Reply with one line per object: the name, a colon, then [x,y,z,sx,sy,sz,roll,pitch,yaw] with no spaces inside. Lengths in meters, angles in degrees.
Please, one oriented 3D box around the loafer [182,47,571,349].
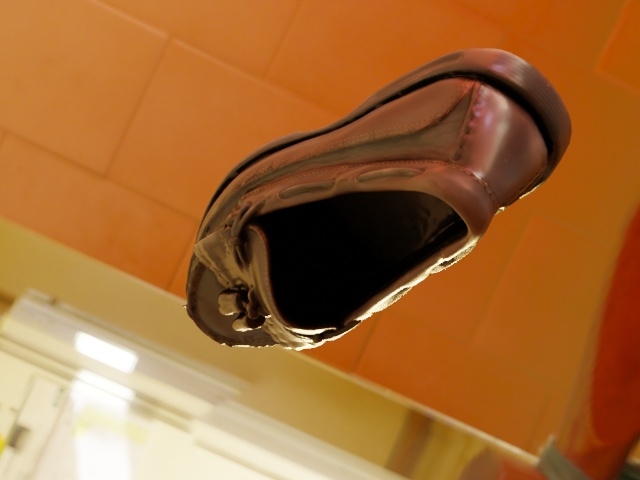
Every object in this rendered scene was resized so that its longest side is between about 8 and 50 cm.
loafer: [0.000,0.000,0.608,0.267,0.096,0.084,-34,18,49]
